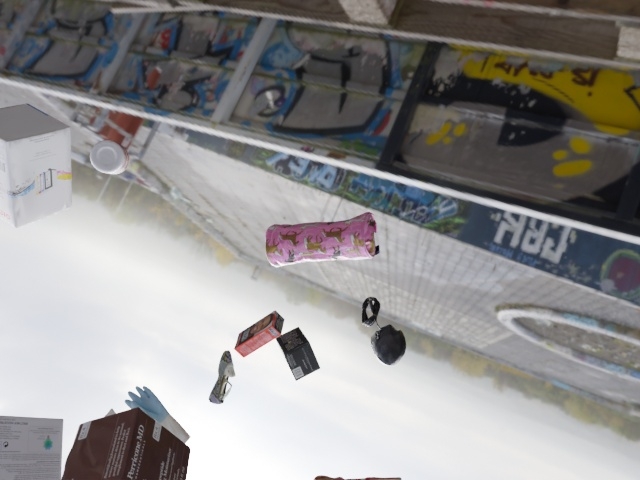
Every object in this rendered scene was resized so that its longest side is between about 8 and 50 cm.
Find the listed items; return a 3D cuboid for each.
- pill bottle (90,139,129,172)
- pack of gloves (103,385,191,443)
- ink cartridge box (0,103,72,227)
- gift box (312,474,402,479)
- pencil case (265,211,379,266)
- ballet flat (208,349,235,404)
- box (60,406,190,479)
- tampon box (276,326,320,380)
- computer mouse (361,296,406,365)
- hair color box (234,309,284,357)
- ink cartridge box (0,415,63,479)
[{"bbox_3d":[-0.792,-0.313,2.177,0.121,0.121,0.216,26,180,-12],"label":"pill bottle"},{"bbox_3d":[-0.502,0.527,1.569,0.232,0.195,0.046,41,170,22],"label":"pack of gloves"},{"bbox_3d":[-0.733,-0.185,1.404,0.171,0.232,0.168,28,-146,21],"label":"ink cartridge box"},{"bbox_3d":[0.074,0.726,1.424,0.255,0.258,0.276,3,142,-9],"label":"gift box"},{"bbox_3d":[0.000,0.000,1.936,0.387,0.159,0.167,-7,154,21],"label":"pencil case"},{"bbox_3d":[-0.198,0.288,1.199,0.041,0.114,0.041,17,175,1],"label":"ballet flat"},{"bbox_3d":[-0.415,0.498,1.239,0.167,0.168,0.203,-19,130,16],"label":"box"},{"bbox_3d":[-0.085,0.410,2.093,0.120,0.102,0.161,68,170,-17],"label":"tampon box"},{"bbox_3d":[0.122,0.182,1.220,0.041,0.071,0.242,42,-171,-23],"label":"computer mouse"},{"bbox_3d":[-0.167,0.256,1.570,0.043,0.141,0.072,48,-157,-20],"label":"hair color box"},{"bbox_3d":[-0.863,0.692,1.563,0.151,0.395,0.270,-20,154,20],"label":"ink cartridge box"}]
